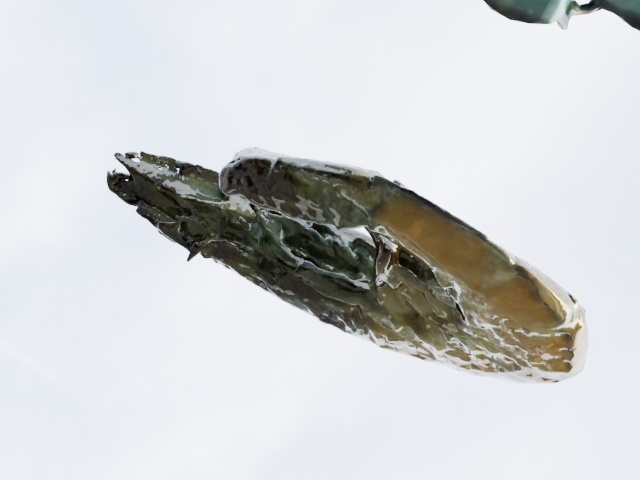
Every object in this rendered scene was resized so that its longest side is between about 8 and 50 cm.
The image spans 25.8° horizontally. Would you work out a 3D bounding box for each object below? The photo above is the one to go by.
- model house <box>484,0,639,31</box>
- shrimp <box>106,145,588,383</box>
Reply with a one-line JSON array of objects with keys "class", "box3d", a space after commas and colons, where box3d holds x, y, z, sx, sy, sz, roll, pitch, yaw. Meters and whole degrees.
[{"class": "model house", "box3d": [0.098, -0.245, 0.472, 0.226, 0.261, 0.241, 29, -40, 7]}, {"class": "shrimp", "box3d": [0.000, 0.000, 1.098, 0.445, 0.085, 0.272, 21, -20, 25]}]
